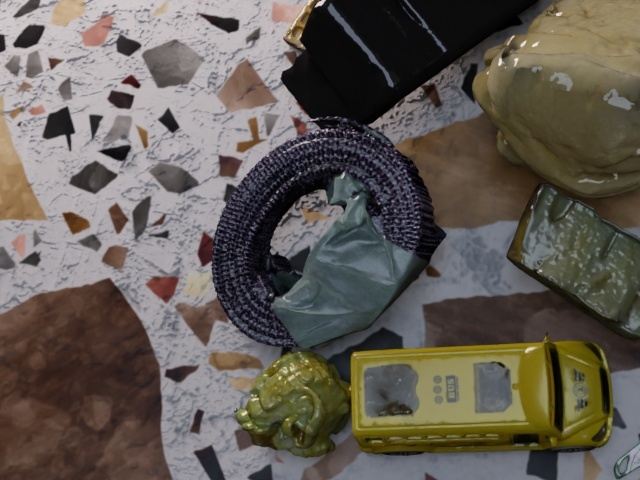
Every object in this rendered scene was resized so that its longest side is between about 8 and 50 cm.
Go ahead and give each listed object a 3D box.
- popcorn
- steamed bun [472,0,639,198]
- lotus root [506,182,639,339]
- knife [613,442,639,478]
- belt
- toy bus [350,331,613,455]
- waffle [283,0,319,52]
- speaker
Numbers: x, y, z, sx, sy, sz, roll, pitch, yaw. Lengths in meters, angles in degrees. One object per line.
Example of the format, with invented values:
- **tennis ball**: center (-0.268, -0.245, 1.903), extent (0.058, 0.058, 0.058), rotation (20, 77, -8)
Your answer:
- **popcorn**: center (-0.027, 0.215, 1.683), extent (0.142, 0.162, 0.135), rotation (17, 67, -26)
- **steamed bun**: center (0.389, -0.185, 1.643), extent (0.372, 0.230, 0.325), rotation (-25, 32, -29)
- **lotus root**: center (0.357, 0.032, 1.658), extent (0.235, 0.138, 0.119), rotation (32, 88, 16)
- **knife**: center (0.461, 0.241, 1.649), extent (0.207, 0.014, 0.030), rotation (-37, 73, 0)
- **belt**: center (0.000, 0.000, 1.713), extent (0.260, 0.122, 0.325), rotation (43, 97, 12)
- **toy bus**: center (0.206, 0.197, 1.632), extent (0.330, 0.152, 0.144), rotation (-4, 74, 9)
- **waffle**: center (0.016, -0.325, 1.865), extent (0.092, 0.021, 0.135), rotation (30, 83, 15)
- **speaker**: center (0.141, -0.315, 1.785), extent (0.388, 0.184, 0.180), rotation (-37, 85, -13)
